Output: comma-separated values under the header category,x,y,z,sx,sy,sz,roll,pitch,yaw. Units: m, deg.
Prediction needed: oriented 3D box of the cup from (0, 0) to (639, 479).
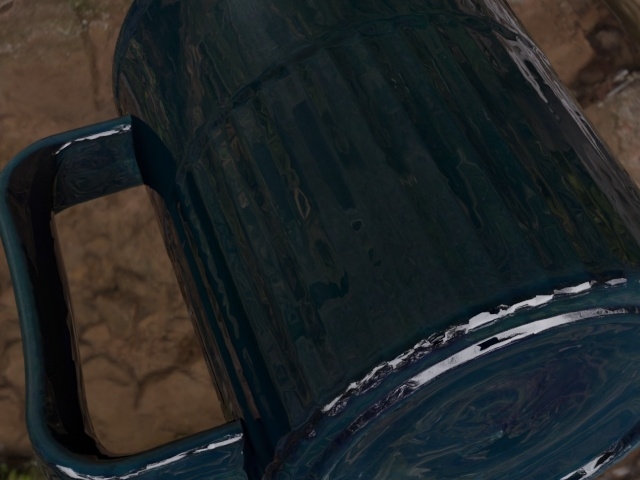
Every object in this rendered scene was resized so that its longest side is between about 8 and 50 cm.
category,x,y,z,sx,sy,sz,roll,pitch,yaw
cup,0.011,-0.012,0.488,0.308,0.292,0.242,5,134,-33
